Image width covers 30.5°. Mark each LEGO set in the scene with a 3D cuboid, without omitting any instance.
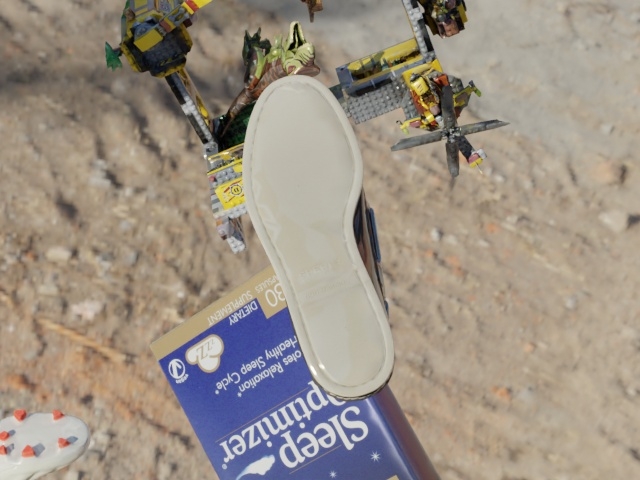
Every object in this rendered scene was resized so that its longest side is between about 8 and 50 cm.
[{"bbox_3d":[-0.013,-0.139,1.035,0.331,0.255,0.192,-15,37,1],"label":"LEGO set"}]

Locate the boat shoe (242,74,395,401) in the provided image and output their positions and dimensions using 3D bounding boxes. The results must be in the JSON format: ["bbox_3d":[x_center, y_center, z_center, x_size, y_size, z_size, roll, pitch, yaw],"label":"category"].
[{"bbox_3d":[0.000,0.000,0.727,0.075,0.065,0.206,-14,75,2],"label":"boat shoe"}]

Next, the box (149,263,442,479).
[{"bbox_3d":[-0.008,0.134,0.780,0.225,0.136,0.036,60,26,7],"label":"box"}]

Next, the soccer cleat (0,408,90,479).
[{"bbox_3d":[-0.306,0.211,1.081,0.196,0.076,0.068,-15,43,-11],"label":"soccer cleat"}]
